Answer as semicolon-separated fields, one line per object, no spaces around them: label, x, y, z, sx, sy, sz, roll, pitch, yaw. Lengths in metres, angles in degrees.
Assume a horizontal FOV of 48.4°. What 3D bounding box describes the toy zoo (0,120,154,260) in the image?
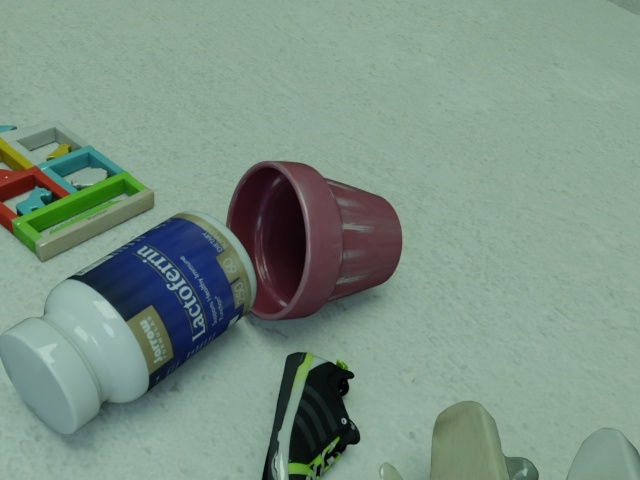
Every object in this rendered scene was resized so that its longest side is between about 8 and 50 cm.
toy zoo;-0.416;-0.095;1.062;0.293;0.030;0.192;33;45;25

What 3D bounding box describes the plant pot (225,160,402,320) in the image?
plant pot;0.000;0.000;0.935;0.180;0.201;0.201;0;39;-35

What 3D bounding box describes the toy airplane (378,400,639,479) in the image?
toy airplane;0.104;0.304;0.530;0.386;0.272;0.384;-34;24;-24

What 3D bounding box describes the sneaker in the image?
sneaker;-0.004;0.208;0.758;0.097;0.084;0.235;11;40;-1

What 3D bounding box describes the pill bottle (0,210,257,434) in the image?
pill bottle;-0.209;0.086;0.803;0.153;0.153;0.264;31;45;22
